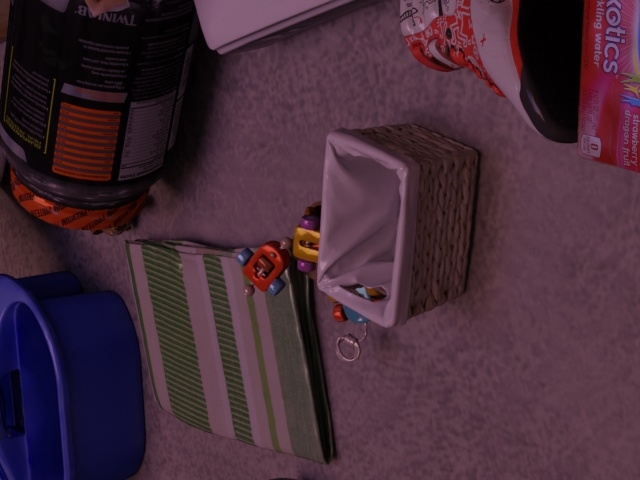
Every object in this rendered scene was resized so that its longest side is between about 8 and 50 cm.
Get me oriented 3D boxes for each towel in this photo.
[{"bbox_3d":[-0.112,0.118,1.692,0.325,0.038,0.248,5,108,48],"label":"towel"}]

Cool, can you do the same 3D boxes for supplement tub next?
[{"bbox_3d":[-0.249,-0.191,1.606,0.207,0.207,0.338,45,135,32],"label":"supplement tub"}]

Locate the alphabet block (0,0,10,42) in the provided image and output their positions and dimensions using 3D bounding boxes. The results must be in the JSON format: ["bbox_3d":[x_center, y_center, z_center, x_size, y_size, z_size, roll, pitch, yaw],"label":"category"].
[{"bbox_3d":[-0.542,-0.339,1.926,0.193,0.197,0.192,-11,95,52],"label":"alphabet block"}]

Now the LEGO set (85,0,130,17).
[{"bbox_3d":[-0.212,-0.346,1.441,0.132,0.287,0.107,17,131,4],"label":"LEGO set"}]

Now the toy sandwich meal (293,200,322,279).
[{"bbox_3d":[0.000,0.000,1.514,0.085,0.029,0.085,21,119,45],"label":"toy sandwich meal"}]

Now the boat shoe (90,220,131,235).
[{"bbox_3d":[-0.257,-0.029,1.810,0.135,0.050,0.045,-3,104,61],"label":"boat shoe"}]

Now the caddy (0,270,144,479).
[{"bbox_3d":[-0.371,0.201,1.924,0.241,0.179,0.341,18,116,46],"label":"caddy"}]

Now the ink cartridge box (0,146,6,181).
[{"bbox_3d":[-0.538,-0.051,1.932,0.273,0.197,0.114,-90,18,-48],"label":"ink cartridge box"}]

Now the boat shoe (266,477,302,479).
[{"bbox_3d":[0.015,0.331,1.572,0.228,0.081,0.068,25,117,41],"label":"boat shoe"}]

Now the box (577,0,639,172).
[{"bbox_3d":[0.275,-0.178,1.035,0.128,0.123,0.257,21,119,47],"label":"box"}]

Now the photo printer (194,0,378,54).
[{"bbox_3d":[-0.049,-0.356,1.385,0.256,0.107,0.307,-10,95,52],"label":"photo printer"}]

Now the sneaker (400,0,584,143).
[{"bbox_3d":[0.146,-0.164,1.198,0.145,0.090,0.270,-50,46,48],"label":"sneaker"}]

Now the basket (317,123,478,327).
[{"bbox_3d":[0.073,-0.020,1.358,0.113,0.103,0.167,28,123,43],"label":"basket"}]

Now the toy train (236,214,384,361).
[{"bbox_3d":[-0.001,0.041,1.483,0.166,0.046,0.125,40,122,12],"label":"toy train"}]
